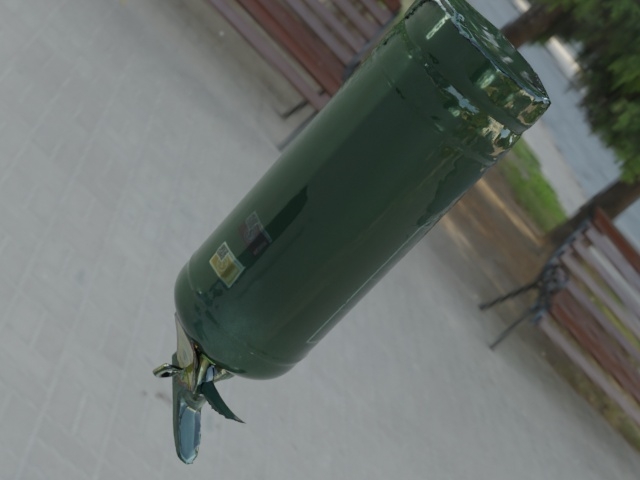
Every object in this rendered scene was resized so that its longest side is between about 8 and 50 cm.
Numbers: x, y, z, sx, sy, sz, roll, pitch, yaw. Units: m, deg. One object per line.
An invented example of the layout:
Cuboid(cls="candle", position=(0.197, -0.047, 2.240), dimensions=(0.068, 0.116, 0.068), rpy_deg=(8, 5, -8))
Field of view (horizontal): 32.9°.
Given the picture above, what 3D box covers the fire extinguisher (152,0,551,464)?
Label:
Cuboid(cls="fire extinguisher", position=(0.000, 0.000, 0.641), dimensions=(0.095, 0.311, 0.114), rpy_deg=(18, 34, -47))
